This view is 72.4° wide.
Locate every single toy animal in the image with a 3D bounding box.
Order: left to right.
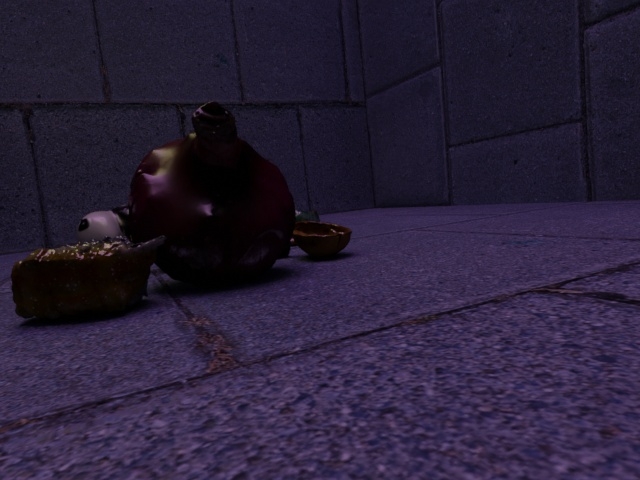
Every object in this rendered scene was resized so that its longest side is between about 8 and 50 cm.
[{"bbox_3d":[-0.889,-0.037,1.910,0.309,0.251,0.250,-1,3,-29],"label":"toy animal"}]

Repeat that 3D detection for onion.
[{"bbox_3d":[-0.232,-0.130,0.994,0.397,0.421,0.399,12,40,-10],"label":"onion"}]

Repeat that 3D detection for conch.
[{"bbox_3d":[-0.090,-0.074,1.952,0.188,0.122,0.176,-5,-15,-8],"label":"conch"}]

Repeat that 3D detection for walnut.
[{"bbox_3d":[-0.001,0.002,1.263,0.167,0.087,0.211,-9,17,-26],"label":"walnut"}]

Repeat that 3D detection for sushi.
[{"bbox_3d":[-0.433,0.068,0.836,0.273,0.140,0.184,-3,9,4],"label":"sushi"}]

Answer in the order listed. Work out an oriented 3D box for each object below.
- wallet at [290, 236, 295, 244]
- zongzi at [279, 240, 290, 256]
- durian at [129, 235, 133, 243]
[{"bbox_3d":[-0.055,-0.011,1.707,0.160,0.042,0.195,-12,9,-12],"label":"wallet"},{"bbox_3d":[-0.153,-0.003,1.297,0.154,0.131,0.062,-12,39,-37],"label":"zongzi"},{"bbox_3d":[-0.694,0.023,1.797,0.146,0.103,0.208,-2,-16,12],"label":"durian"}]
